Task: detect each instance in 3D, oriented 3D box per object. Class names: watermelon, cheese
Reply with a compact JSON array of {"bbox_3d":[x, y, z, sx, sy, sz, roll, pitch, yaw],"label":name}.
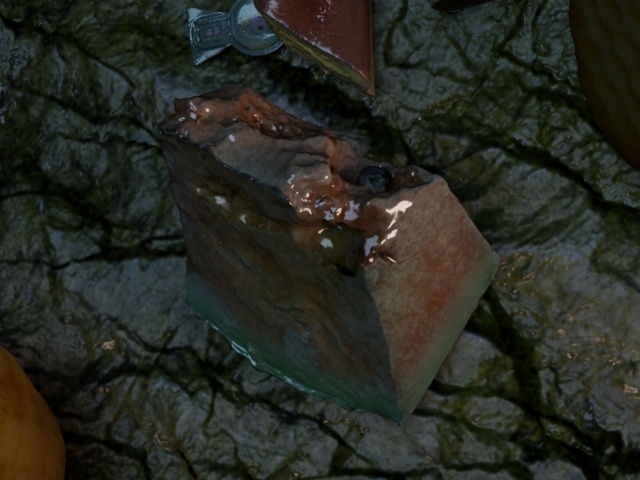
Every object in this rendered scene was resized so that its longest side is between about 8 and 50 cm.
[{"bbox_3d":[0.009,-0.005,1.230,0.264,0.302,0.151,25,56,23],"label":"watermelon"},{"bbox_3d":[-0.074,-0.210,1.368,0.120,0.026,0.067,-10,81,21],"label":"cheese"}]

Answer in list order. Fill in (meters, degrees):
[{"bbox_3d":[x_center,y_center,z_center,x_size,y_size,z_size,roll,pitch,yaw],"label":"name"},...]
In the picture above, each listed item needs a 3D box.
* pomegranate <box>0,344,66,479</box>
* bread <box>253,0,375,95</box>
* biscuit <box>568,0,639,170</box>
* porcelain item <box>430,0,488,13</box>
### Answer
[{"bbox_3d":[-0.426,0.230,1.307,0.410,0.410,0.410,-3,83,22],"label":"pomegranate"},{"bbox_3d":[-0.005,-0.233,1.313,0.119,0.067,0.192,2,81,-8],"label":"bread"},{"bbox_3d":[0.280,-0.204,1.101,0.040,0.318,0.318,-1,82,-16],"label":"biscuit"},{"bbox_3d":[0.116,-0.320,1.288,0.084,0.054,0.213,-14,80,17],"label":"porcelain item"}]
